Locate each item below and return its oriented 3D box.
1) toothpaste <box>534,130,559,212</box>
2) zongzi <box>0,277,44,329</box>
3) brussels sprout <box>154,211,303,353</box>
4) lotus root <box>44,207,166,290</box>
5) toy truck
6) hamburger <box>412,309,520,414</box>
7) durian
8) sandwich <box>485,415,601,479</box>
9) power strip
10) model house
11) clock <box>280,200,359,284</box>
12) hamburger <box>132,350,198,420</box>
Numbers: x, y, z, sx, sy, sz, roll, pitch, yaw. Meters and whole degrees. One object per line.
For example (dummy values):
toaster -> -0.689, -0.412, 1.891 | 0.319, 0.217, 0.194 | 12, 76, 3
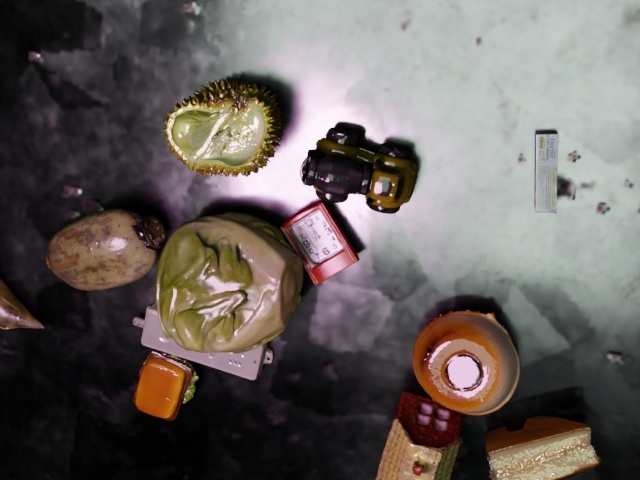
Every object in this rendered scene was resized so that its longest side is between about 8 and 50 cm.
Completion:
toothpaste -> 0.450, -0.134, 1.710 | 0.046, 0.034, 0.164 | 0, 107, 12
zongzi -> -0.752, 0.112, 2.017 | 0.204, 0.094, 0.204 | 5, 108, 6
brussels sprout -> -0.202, 0.101, 1.817 | 0.328, 0.247, 0.328 | 6, 111, 17
lotus root -> -0.493, 0.027, 1.909 | 0.309, 0.173, 0.173 | -17, 103, 24
toy truck -> 0.077, -0.129, 1.722 | 0.224, 0.165, 0.147 | 15, 109, 7
hamburger -> 0.303, 0.258, 1.806 | 0.237, 0.147, 0.236 | 2, 96, 18
durian -> -0.185, -0.227, 1.745 | 0.237, 0.176, 0.200 | -6, 115, 19
sandwich -> 0.472, 0.455, 1.842 | 0.236, 0.128, 0.122 | -19, 98, 16
power strip -> -0.274, 0.227, 1.966 | 0.338, 0.058, 0.098 | 16, 110, 7
model house -> 0.208, 0.469, 1.835 | 0.160, 0.254, 0.196 | 18, 109, 10
clock -> 0.000, 0.000, 1.838 | 0.113, 0.061, 0.155 | -30, 95, 19
hamburger -> -0.359, 0.337, 2.003 | 0.137, 0.087, 0.166 | 25, 112, 3
